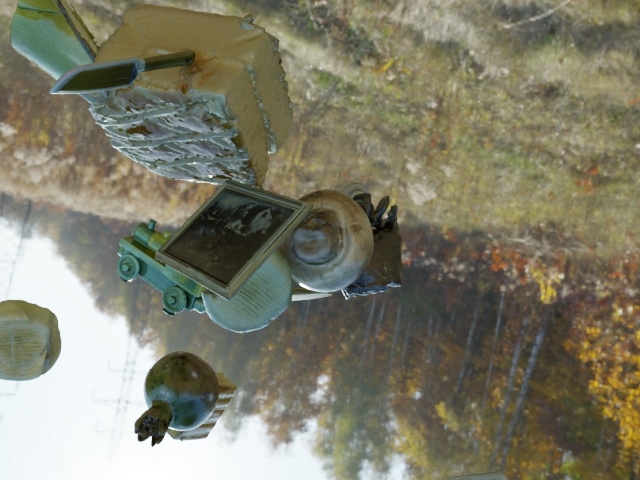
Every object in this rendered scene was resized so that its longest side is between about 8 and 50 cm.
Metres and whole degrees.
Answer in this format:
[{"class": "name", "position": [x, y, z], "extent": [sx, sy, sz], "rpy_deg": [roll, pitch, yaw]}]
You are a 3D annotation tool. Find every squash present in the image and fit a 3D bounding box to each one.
[{"class": "squash", "position": [-0.601, -0.485, 1.655], "extent": [0.309, 0.210, 0.233], "rpy_deg": [30, 180, -8]}]

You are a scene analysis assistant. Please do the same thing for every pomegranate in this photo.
[{"class": "pomegranate", "position": [-0.431, 0.489, 1.940], "extent": [0.242, 0.306, 0.242], "rpy_deg": [10, 144, 7]}]

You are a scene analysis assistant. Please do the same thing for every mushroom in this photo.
[{"class": "mushroom", "position": [0.000, 0.000, 1.509], "extent": [0.255, 0.254, 0.184], "rpy_deg": [10, -168, 24]}]

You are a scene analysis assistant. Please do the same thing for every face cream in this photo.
[{"class": "face cream", "position": [0.111, -0.142, 2.108], "extent": [0.101, 0.101, 0.252], "rpy_deg": [10, -174, -11]}]

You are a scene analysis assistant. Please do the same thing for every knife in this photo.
[{"class": "knife", "position": [-0.360, -0.314, 1.219], "extent": [0.027, 0.061, 0.343], "rpy_deg": [40, -144, 15]}]

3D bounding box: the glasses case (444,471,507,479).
[{"class": "glasses case", "position": [0.384, 0.613, 1.595], "extent": [0.179, 0.067, 0.045], "rpy_deg": [2, 162, -19]}]

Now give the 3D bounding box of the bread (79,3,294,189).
[{"class": "bread", "position": [-0.291, -0.327, 1.525], "extent": [0.390, 0.279, 0.371], "rpy_deg": [10, 155, 11]}]

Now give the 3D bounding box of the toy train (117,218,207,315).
[{"class": "toy train", "position": [-0.476, 0.069, 2.015], "extent": [0.369, 0.237, 0.150], "rpy_deg": [31, -162, 17]}]

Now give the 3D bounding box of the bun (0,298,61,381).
[{"class": "bun", "position": [-0.800, 0.258, 1.716], "extent": [0.229, 0.229, 0.145], "rpy_deg": [11, -164, -26]}]

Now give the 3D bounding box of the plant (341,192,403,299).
[{"class": "plant", "position": [0.117, 0.016, 1.791], "extent": [0.188, 0.276, 0.199], "rpy_deg": [-1, 167, -37]}]

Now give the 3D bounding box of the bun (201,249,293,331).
[{"class": "bun", "position": [-0.168, 0.097, 1.465], "extent": [0.213, 0.203, 0.126], "rpy_deg": [-30, -163, -4]}]

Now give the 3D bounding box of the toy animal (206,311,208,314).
[{"class": "toy animal", "position": [-0.377, 0.123, 2.391], "extent": [0.168, 0.106, 0.343], "rpy_deg": [-13, -140, -9]}]

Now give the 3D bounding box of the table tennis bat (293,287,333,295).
[{"class": "table tennis bat", "position": [-0.116, 0.150, 1.711], "extent": [0.321, 0.050, 0.198], "rpy_deg": [-10, 171, 35]}]

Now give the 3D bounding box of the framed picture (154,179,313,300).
[{"class": "framed picture", "position": [-0.176, -0.018, 1.223], "extent": [0.296, 0.232, 0.019], "rpy_deg": [19, 152, 48]}]

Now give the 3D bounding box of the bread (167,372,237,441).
[{"class": "bread", "position": [-0.429, 0.581, 2.285], "extent": [0.111, 0.239, 0.246], "rpy_deg": [32, 179, 21]}]
